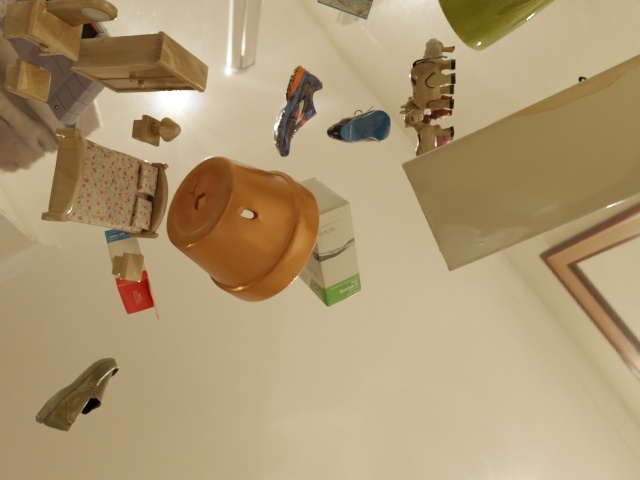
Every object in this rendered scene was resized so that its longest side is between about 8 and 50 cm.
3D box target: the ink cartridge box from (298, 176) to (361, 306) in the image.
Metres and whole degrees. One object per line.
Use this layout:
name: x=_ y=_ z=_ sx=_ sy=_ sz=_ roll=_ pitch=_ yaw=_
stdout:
ink cartridge box: x=0.000 y=0.000 z=1.392 sx=0.121 sy=0.289 sz=0.211 roll=-22 pitch=-146 yaw=-19

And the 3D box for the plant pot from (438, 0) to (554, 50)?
plant pot: x=0.434 y=-0.602 z=1.082 sx=0.275 sy=0.293 sz=0.274 roll=12 pitch=-107 yaw=-42

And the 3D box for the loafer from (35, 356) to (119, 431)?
loafer: x=-0.561 y=0.372 z=1.211 sx=0.087 sy=0.251 sz=0.094 roll=41 pitch=-67 yaw=-1

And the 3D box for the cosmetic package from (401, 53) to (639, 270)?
cosmetic package: x=0.243 y=-0.089 z=0.495 sx=0.309 sy=0.160 sz=0.113 roll=-23 pitch=-88 yaw=11

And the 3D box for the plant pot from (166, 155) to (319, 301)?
plant pot: x=-0.176 y=-0.039 z=1.050 sx=0.203 sy=0.291 sz=0.291 roll=30 pitch=-119 yaw=-45

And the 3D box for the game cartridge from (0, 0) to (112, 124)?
game cartridge: x=-0.640 y=-0.491 z=1.241 sx=0.230 sy=0.068 sz=0.355 roll=-42 pitch=-106 yaw=19

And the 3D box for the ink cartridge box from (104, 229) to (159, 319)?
ink cartridge box: x=-0.481 y=0.090 z=1.293 sx=0.078 sy=0.134 sz=0.231 roll=-16 pitch=-126 yaw=-18

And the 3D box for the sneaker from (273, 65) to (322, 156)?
sneaker: x=-0.053 y=-0.307 z=1.234 sx=0.087 sy=0.083 sz=0.221 roll=17 pitch=-83 yaw=-15

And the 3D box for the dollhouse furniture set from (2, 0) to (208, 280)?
dollhouse furniture set: x=-0.298 y=-0.117 z=0.748 sx=0.174 sy=0.303 sz=0.355 roll=4 pitch=-95 yaw=21

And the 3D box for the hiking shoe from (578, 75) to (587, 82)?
hiking shoe: x=0.501 y=-0.177 z=1.069 sx=0.132 sy=0.113 sz=0.304 roll=27 pitch=-89 yaw=-23

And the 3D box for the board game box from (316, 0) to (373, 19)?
board game box: x=0.078 y=-0.709 z=1.445 sx=0.154 sy=0.103 sz=0.026 roll=15 pitch=-151 yaw=-11

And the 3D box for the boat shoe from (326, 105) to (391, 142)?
boat shoe: x=0.112 y=-0.329 z=1.436 sx=0.258 sy=0.089 sz=0.109 roll=-13 pitch=-73 yaw=-53

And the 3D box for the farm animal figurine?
farm animal figurine: x=0.331 y=-0.424 z=1.588 sx=0.172 sy=0.326 sz=0.330 roll=1 pitch=-140 yaw=12
